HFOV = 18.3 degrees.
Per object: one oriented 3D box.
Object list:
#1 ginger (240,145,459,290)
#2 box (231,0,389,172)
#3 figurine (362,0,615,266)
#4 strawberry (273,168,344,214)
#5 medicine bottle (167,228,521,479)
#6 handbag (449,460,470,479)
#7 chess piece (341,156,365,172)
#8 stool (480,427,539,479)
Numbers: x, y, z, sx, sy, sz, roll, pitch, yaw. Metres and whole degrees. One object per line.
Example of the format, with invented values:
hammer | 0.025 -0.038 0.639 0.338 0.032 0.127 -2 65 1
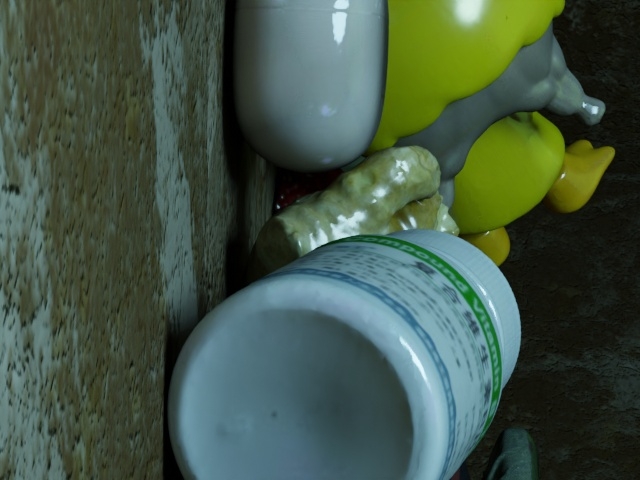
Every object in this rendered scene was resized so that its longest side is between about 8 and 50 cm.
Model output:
ginger | 0.008 0.038 1.216 0.157 0.102 0.216 -45 155 -31
box | -0.004 -0.113 1.177 0.200 0.088 0.146 -39 133 -86
figurine | 0.097 -0.111 1.420 0.215 0.187 0.344 -48 140 -7
strawberry | 0.000 0.000 1.520 0.146 0.082 0.187 98 -7 -48
medicine bottle | 0.024 0.067 1.009 0.237 0.139 0.139 -23 116 -71
handbag | 0.037 0.196 1.483 0.215 0.155 0.169 -79 167 -46
chess piece | 0.041 -0.093 1.711 0.133 0.133 0.243 83 14 -68
stool | 0.081 0.351 1.766 0.310 0.226 0.310 87 7 -47
